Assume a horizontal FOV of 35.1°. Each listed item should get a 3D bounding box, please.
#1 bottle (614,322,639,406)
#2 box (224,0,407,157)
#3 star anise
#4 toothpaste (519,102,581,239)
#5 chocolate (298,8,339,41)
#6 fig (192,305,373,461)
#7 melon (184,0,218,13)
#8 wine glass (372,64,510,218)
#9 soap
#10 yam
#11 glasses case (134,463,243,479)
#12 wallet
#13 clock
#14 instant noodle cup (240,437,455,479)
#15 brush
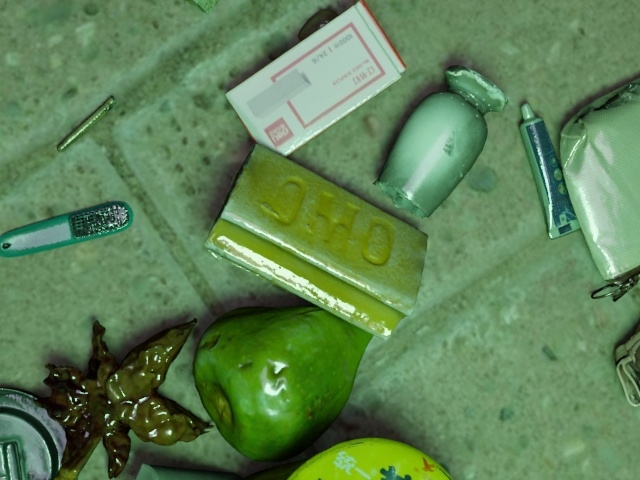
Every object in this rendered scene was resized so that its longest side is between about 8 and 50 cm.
[{"bbox_3d":[0.566,0.199,1.391,0.296,0.173,0.206,33,120,-3],"label":"bottle"},{"bbox_3d":[-0.006,-0.215,1.390,0.229,0.050,0.123,-33,95,5],"label":"box"},{"bbox_3d":[-0.268,0.247,1.316,0.237,0.148,0.346,36,59,-14],"label":"star anise"},{"bbox_3d":[0.320,-0.101,1.440,0.057,0.035,0.197,-20,95,-14],"label":"toothpaste"},{"bbox_3d":[0.021,-0.277,1.423,0.064,0.031,0.101,-44,94,0],"label":"chocolate"},{"bbox_3d":[-0.023,0.158,1.336,0.275,0.206,0.206,-24,91,-30],"label":"fig"},{"bbox_3d":[-0.148,-0.413,1.413,0.098,0.054,0.182,38,86,12],"label":"melon"},{"bbox_3d":[0.164,-0.135,1.390,0.111,0.111,0.204,35,85,-3],"label":"wine glass"},{"bbox_3d":[0.000,0.000,1.336,0.274,0.173,0.089,28,130,-9],"label":"soap"},{"bbox_3d":[-0.323,-0.160,1.402,0.107,0.014,0.014,-44,92,-4],"label":"yam"},{"bbox_3d":[-0.174,0.336,1.326,0.042,0.190,0.072,30,93,37],"label":"glasses case"},{"bbox_3d":[0.484,-0.095,1.442,0.335,0.068,0.275,-26,95,-11],"label":"wallet"},{"bbox_3d":[-0.434,0.304,1.368,0.214,0.042,0.215,0,89,-5],"label":"clock"},{"bbox_3d":[0.003,0.409,1.253,0.325,0.254,0.326,6,77,-29],"label":"instant noodle cup"},{"bbox_3d":[-0.352,-0.014,1.387,0.193,0.032,0.043,-15,90,-6],"label":"brush"}]
